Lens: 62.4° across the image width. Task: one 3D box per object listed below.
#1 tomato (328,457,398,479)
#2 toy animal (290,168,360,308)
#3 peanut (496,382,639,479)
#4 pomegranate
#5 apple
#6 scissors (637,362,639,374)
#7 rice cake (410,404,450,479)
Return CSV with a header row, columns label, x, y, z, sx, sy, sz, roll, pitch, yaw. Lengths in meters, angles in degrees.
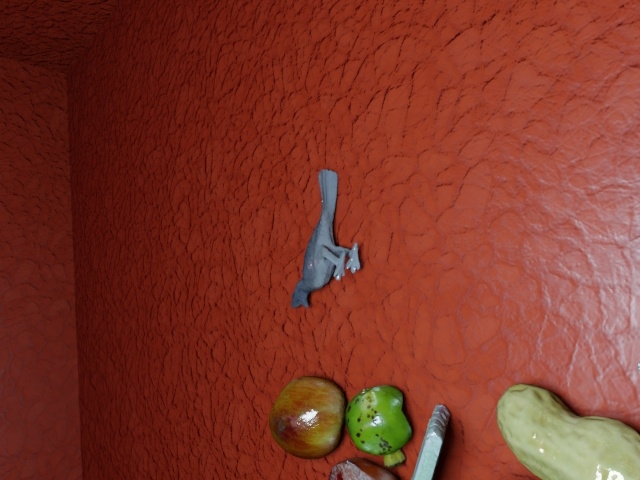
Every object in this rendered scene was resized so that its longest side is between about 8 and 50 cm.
label,x,y,z,sx,sy,sz,roll,pitch,yaw
tomato,0.114,0.557,1.101,0.225,0.085,0.225,11,105,48
toy animal,0.013,0.026,1.251,0.206,0.081,0.367,31,110,55
peanut,0.402,0.323,0.789,0.319,0.147,0.147,37,113,52
pomegranate,0.116,0.389,1.094,0.143,0.122,0.169,-12,77,43
apple,-0.026,0.417,1.235,0.173,0.160,0.195,15,105,24
scissors,0.521,0.320,0.748,0.109,0.022,0.300,-35,61,40
rice cake,0.197,0.416,0.985,0.037,0.189,0.198,17,96,16
